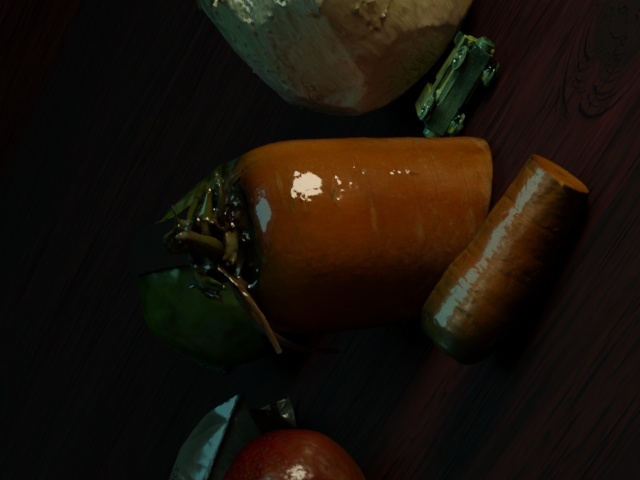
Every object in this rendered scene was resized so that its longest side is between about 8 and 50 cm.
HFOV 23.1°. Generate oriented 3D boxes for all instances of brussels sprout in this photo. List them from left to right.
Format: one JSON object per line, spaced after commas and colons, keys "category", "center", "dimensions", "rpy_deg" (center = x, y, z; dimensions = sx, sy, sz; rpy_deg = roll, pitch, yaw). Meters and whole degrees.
{"category": "brussels sprout", "center": [-0.090, 0.016, 1.808], "dimensions": [0.271, 0.210, 0.219], "rpy_deg": [-59, 0, 7]}

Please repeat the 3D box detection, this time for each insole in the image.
{"category": "insole", "center": [-0.150, -0.005, 1.698], "dimensions": [0.232, 0.003, 0.080], "rpy_deg": [-22, 56, 50]}

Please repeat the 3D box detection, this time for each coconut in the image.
{"category": "coconut", "center": [0.027, -0.278, 1.703], "dimensions": [0.297, 0.254, 0.297], "rpy_deg": [-22, 42, 21]}

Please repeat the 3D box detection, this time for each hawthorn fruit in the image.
{"category": "hawthorn fruit", "center": [-0.025, 0.258, 1.526], "dimensions": [0.169, 0.169, 0.188], "rpy_deg": [-60, 13, 23]}

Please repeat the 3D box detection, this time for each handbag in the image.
{"category": "handbag", "center": [-0.104, 0.293, 1.717], "dimensions": [0.270, 0.117, 0.182], "rpy_deg": [-69, -18, 1]}

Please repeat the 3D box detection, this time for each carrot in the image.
{"category": "carrot", "center": [0.000, 0.000, 1.547], "dimensions": [0.193, 0.331, 0.214], "rpy_deg": [-149, 61, -68]}
{"category": "carrot", "center": [0.166, 0.020, 1.389], "dimensions": [0.193, 0.087, 0.087], "rpy_deg": [-54, 25, 7]}

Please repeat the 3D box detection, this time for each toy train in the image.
{"category": "toy train", "center": [0.142, -0.161, 1.630], "dimensions": [0.122, 0.050, 0.081], "rpy_deg": [-59, 13, 19]}

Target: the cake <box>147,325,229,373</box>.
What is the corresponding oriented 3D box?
{"category": "cake", "center": [-0.103, 0.060, 2.020], "dimensions": [0.235, 0.099, 0.100], "rpy_deg": [-49, 22, -3]}
